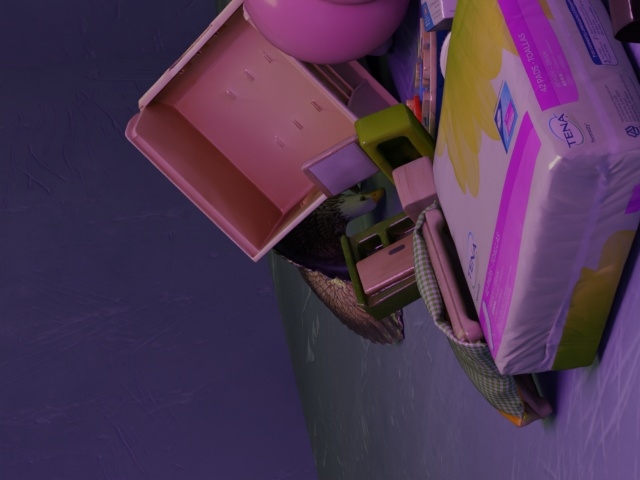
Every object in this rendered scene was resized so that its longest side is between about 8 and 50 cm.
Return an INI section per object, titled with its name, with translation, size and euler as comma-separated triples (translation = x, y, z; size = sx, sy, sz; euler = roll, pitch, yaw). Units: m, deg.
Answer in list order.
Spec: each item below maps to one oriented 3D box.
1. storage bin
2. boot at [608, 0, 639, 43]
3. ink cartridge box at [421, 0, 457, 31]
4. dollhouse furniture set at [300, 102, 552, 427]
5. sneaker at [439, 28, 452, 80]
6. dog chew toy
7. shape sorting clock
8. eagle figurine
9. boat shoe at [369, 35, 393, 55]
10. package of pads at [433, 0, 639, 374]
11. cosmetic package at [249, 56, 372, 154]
[storage bin]
translation = -0.078, -0.159, 1.791
size = 0.262, 0.260, 0.123
euler = -41, 9, 34
[boot]
translation = 0.217, -0.267, 0.738
size = 0.264, 0.096, 0.280
euler = 93, 175, -87
[ink cartridge box]
translation = 0.127, -0.274, 1.362
size = 0.088, 0.052, 0.122
euler = 175, 89, -82
[dollhouse furniture set]
translation = 0.088, 0.049, 1.344
size = 0.197, 0.151, 0.301
euler = 45, -157, -48
[sneaker]
translation = 0.156, -0.134, 1.338
size = 0.075, 0.057, 0.161
euler = 48, 147, 46
[dog chew toy]
translation = 0.025, -0.340, 1.546
size = 0.332, 0.206, 0.206
euler = 121, 141, -64
[shape sorting clock]
translation = 0.114, -0.148, 1.516
size = 0.206, 0.040, 0.206
euler = -177, 90, -87
[eagle figurine]
translation = 0.007, -0.005, 2.018
size = 0.225, 0.226, 0.298
euler = 128, 143, -50
[boat shoe]
translation = 0.003, -0.333, 1.835
size = 0.267, 0.088, 0.096
euler = 31, 168, 34
[package of pads]
translation = 0.168, -0.062, 1.107
size = 0.296, 0.101, 0.229
euler = 93, 166, -52
[cosmetic package]
translation = -0.052, -0.245, 2.058
size = 0.365, 0.197, 0.155
euler = -137, 24, -75
